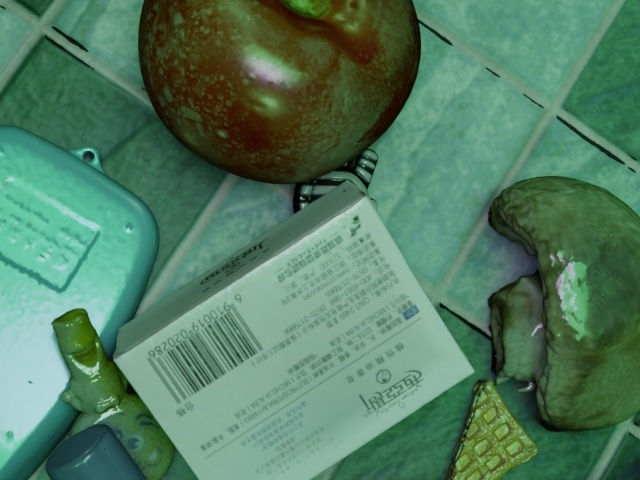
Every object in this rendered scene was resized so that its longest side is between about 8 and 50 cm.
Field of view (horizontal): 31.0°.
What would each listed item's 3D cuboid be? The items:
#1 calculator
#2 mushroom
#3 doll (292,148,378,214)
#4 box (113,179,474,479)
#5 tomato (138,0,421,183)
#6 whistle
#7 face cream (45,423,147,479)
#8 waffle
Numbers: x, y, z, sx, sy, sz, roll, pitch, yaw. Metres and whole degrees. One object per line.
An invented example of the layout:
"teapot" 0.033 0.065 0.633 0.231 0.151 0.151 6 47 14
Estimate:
"calculator" -0.322 0.068 1.123 0.256 0.054 0.386 31 75 -6
"mushroom" 0.279 0.062 1.174 0.189 0.164 0.267 0 83 -9
"doll" 0.000 0.000 1.181 0.091 0.067 0.219 25 81 -19
"box" -0.026 0.103 1.092 0.274 0.116 0.203 -34 104 -1
"tomato" -0.045 -0.178 1.117 0.270 0.223 0.270 10 61 -19
"whistle" -0.208 0.155 1.102 0.104 0.057 0.198 -26 109 -17
"face cream" -0.128 0.344 1.088 0.135 0.086 0.385 -34 107 -13
"waffle" 0.144 0.226 1.201 0.152 0.023 0.097 -37 89 -12
